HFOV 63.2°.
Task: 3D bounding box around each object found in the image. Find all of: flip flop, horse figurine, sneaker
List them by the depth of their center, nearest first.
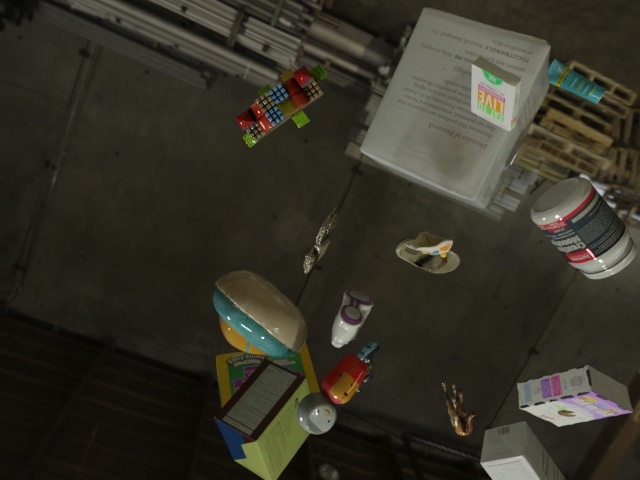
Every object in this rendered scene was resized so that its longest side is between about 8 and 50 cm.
[{"bbox_3d":[0.148,0.427,1.754,0.078,0.188,0.067,28,180,-9],"label":"sneaker"},{"bbox_3d":[0.470,0.585,1.759,0.066,0.174,0.263,-14,-179,1],"label":"horse figurine"},{"bbox_3d":[0.387,0.061,1.843,0.277,0.112,0.080,20,-163,-31],"label":"flip flop"},{"bbox_3d":[0.100,0.275,1.864,0.114,0.152,0.305,28,-159,10],"label":"sneaker"}]

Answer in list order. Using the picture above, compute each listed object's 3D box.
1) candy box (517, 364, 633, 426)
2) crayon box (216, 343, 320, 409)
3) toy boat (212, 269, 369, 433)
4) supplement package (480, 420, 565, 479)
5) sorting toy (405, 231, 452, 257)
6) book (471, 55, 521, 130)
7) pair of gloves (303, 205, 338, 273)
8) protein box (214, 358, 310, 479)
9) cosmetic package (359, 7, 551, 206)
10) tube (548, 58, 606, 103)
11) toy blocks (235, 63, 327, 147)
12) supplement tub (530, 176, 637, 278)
[{"bbox_3d":[0.617,0.385,1.275,0.165,0.196,0.070,28,-130,-25],"label":"candy box"},{"bbox_3d":[-0.200,0.554,1.970,0.363,0.106,0.313,-4,-147,-13],"label":"crayon box"},{"bbox_3d":[-0.073,0.187,0.923,0.318,0.148,0.267,38,170,20],"label":"toy boat"},{"bbox_3d":[0.601,0.682,1.536,0.244,0.139,0.134,55,-145,-10],"label":"supplement package"},{"bbox_3d":[0.227,0.011,1.125,0.075,0.044,0.083,-1,-167,-28],"label":"sorting toy"},{"bbox_3d":[0.341,-0.282,1.011,0.096,0.035,0.144,42,174,27],"label":"book"},{"bbox_3d":[0.000,0.000,1.960,0.042,0.240,0.204,27,-145,9],"label":"pair of gloves"},{"bbox_3d":[-0.130,0.453,1.316,0.136,0.199,0.201,17,-135,31],"label":"protein box"},{"bbox_3d":[0.367,-0.327,1.389,0.328,0.393,0.329,27,-171,22],"label":"cosmetic package"},{"bbox_3d":[0.894,-0.554,1.830,0.207,0.080,0.052,35,-159,16],"label":"tube"},{"bbox_3d":[-0.138,-0.459,1.765,0.190,0.382,0.261,55,-170,-9],"label":"toy blocks"},{"bbox_3d":[0.786,-0.037,1.558,0.272,0.191,0.191,47,-170,-8],"label":"supplement tub"}]
